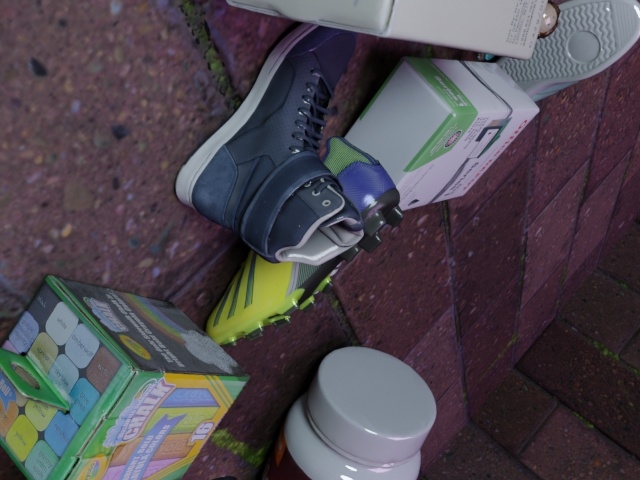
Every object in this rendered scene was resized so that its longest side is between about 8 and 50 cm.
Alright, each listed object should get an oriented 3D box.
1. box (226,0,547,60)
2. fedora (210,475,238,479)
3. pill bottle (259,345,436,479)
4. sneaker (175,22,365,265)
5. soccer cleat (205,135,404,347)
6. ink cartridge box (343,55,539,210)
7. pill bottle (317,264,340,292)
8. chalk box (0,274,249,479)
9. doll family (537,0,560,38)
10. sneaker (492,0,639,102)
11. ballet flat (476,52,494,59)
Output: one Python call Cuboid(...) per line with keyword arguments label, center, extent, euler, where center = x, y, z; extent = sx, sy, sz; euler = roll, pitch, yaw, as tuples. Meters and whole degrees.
Cuboid(label="box", center=(0.066, -0.219, 0.508), extent=(0.232, 0.149, 0.126), euler=(-13, 120, -51))
Cuboid(label="fedora", center=(-0.243, 0.337, 0.704), extent=(0.334, 0.152, 0.334), euler=(-41, 152, -27))
Cuboid(label="pill bottle", center=(0.025, 0.378, 1.078), extent=(0.224, 0.224, 0.392), euler=(-16, 135, -48))
Cuboid(label="sneaker", center=(-0.001, -0.084, 0.586), extent=(0.226, 0.163, 0.086), euler=(-53, 150, -2))
Cuboid(label="soccer cleat", center=(-0.036, 0.009, 0.713), extent=(0.289, 0.121, 0.093), euler=(-44, 166, 29))
Cuboid(label="ink cartridge box", center=(0.136, -0.122, 0.782), extent=(0.219, 0.092, 0.160), euler=(-15, 150, -48))
Cuboid(label="pill bottle", center=(0.000, 0.000, 0.779), extent=(0.067, 0.067, 0.120), euler=(-6, 127, -54))
Cuboid(label="chalk box", center=(-0.190, 0.125, 0.571), extent=(0.132, 0.132, 0.213), euler=(-56, 151, 5))
Cuboid(label="doll family", center=(0.225, -0.331, 0.699), extent=(0.163, 0.118, 0.263), euler=(29, 94, -39))
Cuboid(label="sneaker", center=(0.314, -0.249, 0.851), extent=(0.151, 0.094, 0.256), euler=(-33, -175, -32))
Cuboid(label="ballet flat", center=(0.237, -0.294, 0.806), extent=(0.188, 0.070, 0.070), euler=(-43, 150, -11))
